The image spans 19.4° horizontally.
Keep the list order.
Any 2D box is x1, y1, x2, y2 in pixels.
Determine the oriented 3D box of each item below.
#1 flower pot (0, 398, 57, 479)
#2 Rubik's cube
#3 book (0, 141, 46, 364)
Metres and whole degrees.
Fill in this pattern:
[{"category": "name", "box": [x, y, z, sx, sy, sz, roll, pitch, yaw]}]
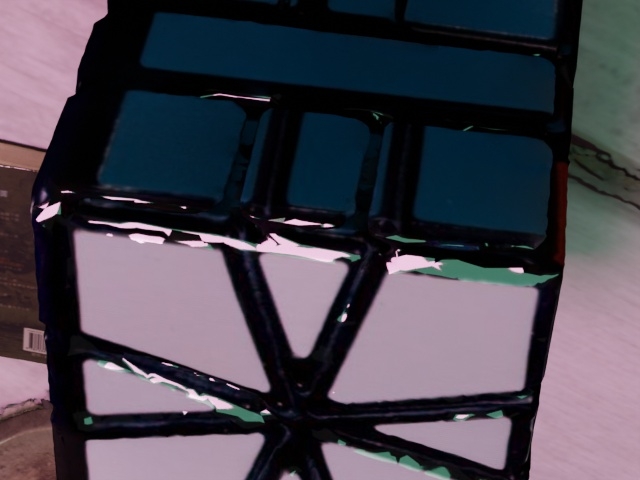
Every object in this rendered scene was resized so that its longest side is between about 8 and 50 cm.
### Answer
[{"category": "flower pot", "box": [-0.190, 0.302, 1.552, 0.290, 0.290, 0.259, -14, 148, 26]}, {"category": "Rubik's cube", "box": [0.000, 0.000, 1.121, 0.289, 0.283, 0.293, 9, 131, 3]}, {"category": "book", "box": [-0.228, 0.014, 1.391, 0.160, 0.024, 0.228, 12, 139, -1]}]
